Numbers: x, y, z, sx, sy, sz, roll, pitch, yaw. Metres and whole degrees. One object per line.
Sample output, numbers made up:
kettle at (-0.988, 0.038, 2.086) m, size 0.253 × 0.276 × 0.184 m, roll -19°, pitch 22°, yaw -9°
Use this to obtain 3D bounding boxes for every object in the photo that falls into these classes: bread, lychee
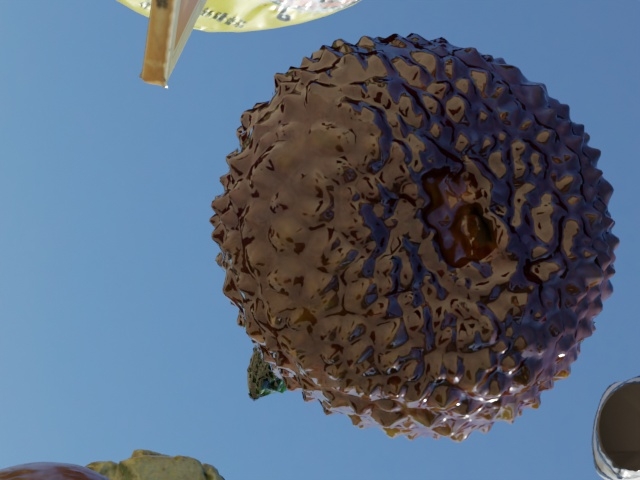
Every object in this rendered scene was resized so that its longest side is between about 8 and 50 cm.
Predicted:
bread at (-0.167, 0.232, 1.660) m, size 0.156 × 0.110 × 0.103 m, roll -27°, pitch -120°, yaw 38°
lychee at (0.045, -0.004, 1.213) m, size 0.271 × 0.271 × 0.271 m, roll -177°, pitch -90°, yaw -65°

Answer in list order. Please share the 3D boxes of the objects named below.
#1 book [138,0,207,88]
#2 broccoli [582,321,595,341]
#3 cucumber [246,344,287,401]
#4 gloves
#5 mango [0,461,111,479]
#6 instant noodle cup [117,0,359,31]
book at (-0.041, -0.208, 0.842) m, size 0.170 × 0.018 × 0.241 m, roll -75°, pitch 176°, yaw -60°
broccoli at (0.194, 0.023, 1.910) m, size 0.156 × 0.195 × 0.195 m, roll 111°, pitch -23°, yaw -78°
cucumber at (0.001, 0.000, 1.446) m, size 0.044 × 0.043 × 0.256 m, roll 120°, pitch -9°, yaw -73°
gloves at (0.365, 0.215, 2.208) m, size 0.218 × 0.131 × 0.140 m, roll 48°, pitch 27°, yaw -75°
mango at (-0.140, 0.243, 0.860) m, size 0.193 × 0.146 × 0.316 m, roll -33°, pitch -140°, yaw 39°
instant noodle cup at (-0.073, -0.384, 1.828) m, size 0.325 × 0.326 × 0.254 m, roll 130°, pitch -41°, yaw -53°
